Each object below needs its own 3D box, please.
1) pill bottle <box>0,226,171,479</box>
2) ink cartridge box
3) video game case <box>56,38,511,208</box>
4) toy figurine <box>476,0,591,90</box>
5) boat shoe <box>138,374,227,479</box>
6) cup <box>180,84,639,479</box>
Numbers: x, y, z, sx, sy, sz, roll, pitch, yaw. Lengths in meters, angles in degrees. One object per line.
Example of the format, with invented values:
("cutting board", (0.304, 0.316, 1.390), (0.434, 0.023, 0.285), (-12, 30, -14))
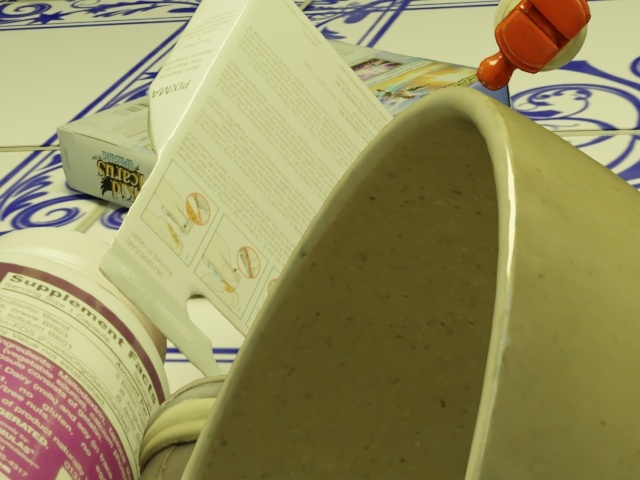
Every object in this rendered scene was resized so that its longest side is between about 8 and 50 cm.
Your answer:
("pill bottle", (-0.165, 0.107, 0.859), (0.169, 0.169, 0.301), (-4, 22, 10))
("ink cartridge box", (-0.032, -0.008, 1.010), (0.066, 0.189, 0.232), (-12, 40, 45))
("video game case", (-0.028, -0.083, 1.422), (0.269, 0.061, 0.244), (-24, 26, -34))
("toy figurine", (0.203, -0.067, 1.115), (0.209, 0.213, 0.148), (-2, 6, 6))
("boat shoe", (0.076, 0.160, 0.745), (0.355, 0.132, 0.130), (8, 53, 21))
("cup", (0.079, 0.152, 0.538), (0.237, 0.331, 0.331), (23, 19, -12))
